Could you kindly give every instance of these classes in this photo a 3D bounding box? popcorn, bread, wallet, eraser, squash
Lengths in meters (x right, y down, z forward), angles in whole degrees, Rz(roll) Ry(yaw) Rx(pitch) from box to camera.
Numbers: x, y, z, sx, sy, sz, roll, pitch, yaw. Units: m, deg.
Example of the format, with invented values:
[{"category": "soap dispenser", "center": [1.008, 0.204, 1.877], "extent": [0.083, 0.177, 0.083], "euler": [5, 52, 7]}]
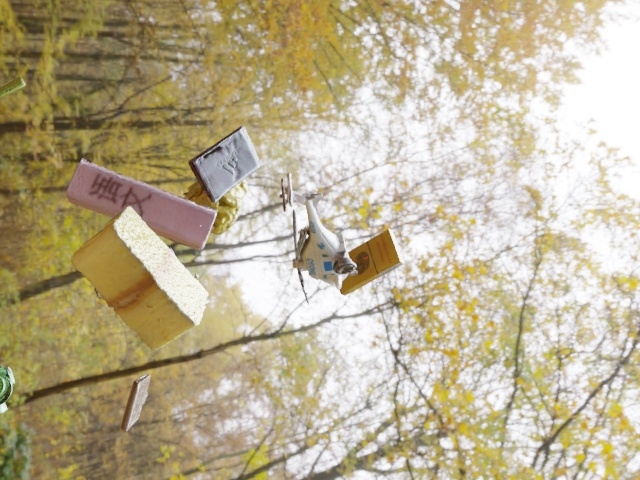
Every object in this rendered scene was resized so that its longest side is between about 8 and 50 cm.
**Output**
[{"category": "popcorn", "center": [-0.357, -0.142, 2.010], "extent": [0.233, 0.192, 0.266], "euler": [-50, -144, 25]}, {"category": "bread", "center": [-0.341, 0.077, 1.186], "extent": [0.266, 0.178, 0.142], "euler": [51, -19, -20]}, {"category": "wallet", "center": [-0.213, -0.174, 1.376], "extent": [0.030, 0.166, 0.111], "euler": [11, -47, 47]}, {"category": "eraser", "center": [-0.475, -0.087, 1.625], "extent": [0.122, 0.359, 0.272], "euler": [-70, -163, -8]}, {"category": "wallet", "center": [-0.552, 0.479, 1.802], "extent": [0.118, 0.039, 0.152], "euler": [8, 97, -86]}, {"category": "squash", "center": [-0.807, -0.393, 1.561], "extent": [0.027, 0.083, 0.027], "euler": [53, -12, 17]}]

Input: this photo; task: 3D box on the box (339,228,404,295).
[{"category": "box", "center": [0.098, 0.048, 1.295], "extent": [0.155, 0.023, 0.087], "euler": [-31, -122, 23]}]

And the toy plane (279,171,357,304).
[{"category": "toy plane", "center": [-0.001, -0.010, 0.962], "extent": [0.182, 0.107, 0.273], "euler": [-96, 178, -51]}]

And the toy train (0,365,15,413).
[{"category": "toy train", "center": [-0.807, 0.298, 1.360], "extent": [0.132, 0.188, 0.243], "euler": [-10, -80, 65]}]
